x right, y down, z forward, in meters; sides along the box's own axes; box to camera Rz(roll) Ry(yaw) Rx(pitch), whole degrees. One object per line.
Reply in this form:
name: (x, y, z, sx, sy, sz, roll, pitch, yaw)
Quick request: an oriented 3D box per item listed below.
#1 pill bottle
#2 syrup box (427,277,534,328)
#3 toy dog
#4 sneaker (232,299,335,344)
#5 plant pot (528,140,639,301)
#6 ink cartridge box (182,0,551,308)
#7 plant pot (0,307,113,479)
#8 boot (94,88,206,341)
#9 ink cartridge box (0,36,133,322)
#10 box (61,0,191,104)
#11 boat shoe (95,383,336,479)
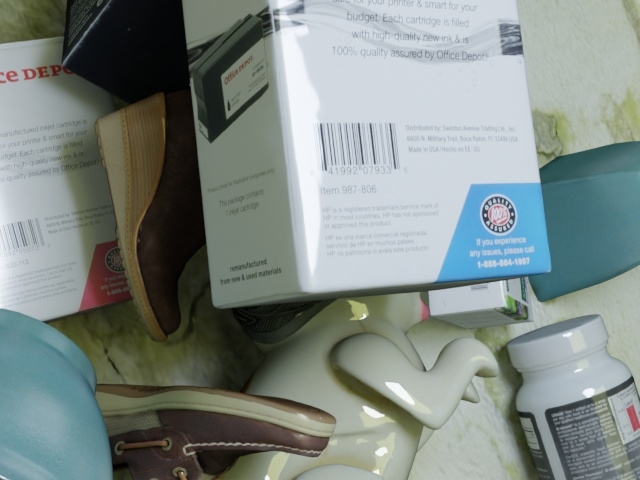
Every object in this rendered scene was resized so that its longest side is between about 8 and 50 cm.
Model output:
pill bottle: (0.351, 0.248, 1.745, 0.162, 0.162, 0.278, -18, 91, -37)
syrup box: (0.201, 0.054, 1.652, 0.237, 0.096, 0.093, 23, 60, -71)
toy dog: (0.001, 0.173, 1.478, 0.396, 0.284, 0.407, 2, 74, 11)
sneaker: (0.000, 0.000, 1.321, 0.227, 0.130, 0.087, -37, 62, -6)
plant pot: (0.394, -0.038, 1.797, 0.165, 0.234, 0.165, -30, 98, -36)
ink cartridge box: (0.038, -0.147, 1.226, 0.285, 0.166, 0.394, -3, 84, -35)
plant pot: (-0.318, 0.186, 1.230, 0.293, 0.293, 0.196, 36, 46, -23)
boot: (-0.104, -0.031, 1.324, 0.207, 0.090, 0.248, -11, 104, -9)
ink cartridge box: (-0.307, -0.054, 1.377, 0.207, 0.117, 0.283, -14, 88, -37)
box: (-0.088, -0.250, 1.455, 0.343, 0.179, 0.312, 29, 30, -27)
boat shoe: (-0.138, 0.208, 1.315, 0.123, 0.342, 0.123, 20, 72, -59)
